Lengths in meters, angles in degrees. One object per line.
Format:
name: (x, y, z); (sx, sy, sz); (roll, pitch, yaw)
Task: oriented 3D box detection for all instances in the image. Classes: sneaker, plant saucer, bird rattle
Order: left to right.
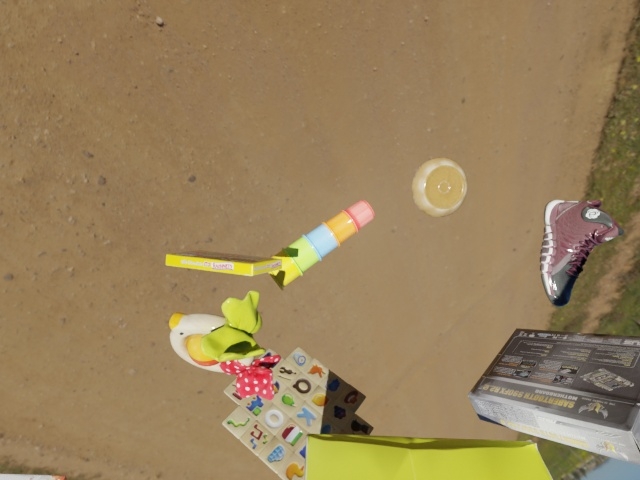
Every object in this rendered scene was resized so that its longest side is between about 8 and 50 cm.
bird rattle: (-0.182, 0.202, 0.781); (0.207, 0.143, 0.253); (8, 142, 6)
plant saucer: (0.168, -0.073, 0.555); (0.084, 0.015, 0.083); (-1, 98, -10)
sneaker: (0.635, 0.021, 0.975); (0.107, 0.163, 0.281); (22, 70, -39)

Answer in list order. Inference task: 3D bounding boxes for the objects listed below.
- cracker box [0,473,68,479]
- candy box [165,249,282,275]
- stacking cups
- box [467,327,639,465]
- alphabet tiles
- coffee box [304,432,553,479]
cracker box: (-0.786, 0.678, 1.010); (0.233, 0.155, 0.067); (2, 122, -2)
candy box: (-0.190, 0.042, 0.797); (0.105, 0.206, 0.027); (-3, 96, -65)
stacking cups: (0.000, 0.000, 1.049); (0.316, 0.096, 0.096); (-36, 140, -8)
box: (0.372, 0.214, 0.607); (0.183, 0.231, 0.056); (-36, 102, -32)
alphabet tiles: (-0.056, 0.417, 0.994); (0.285, 0.343, 0.011); (-38, 150, -42)
coffee box: (0.136, 0.496, 0.507); (0.339, 0.337, 0.334); (3, 118, -1)
